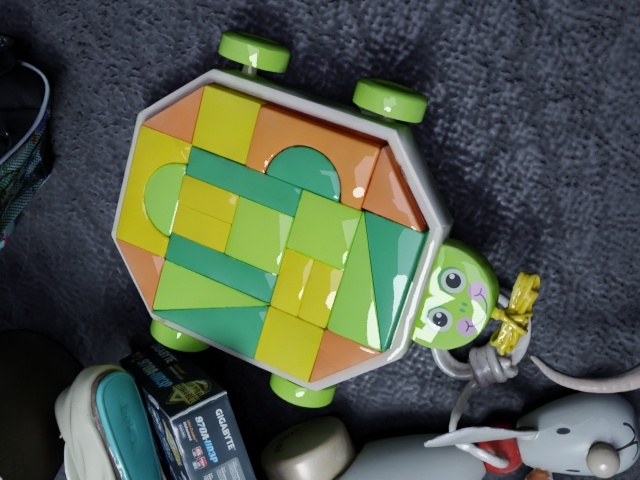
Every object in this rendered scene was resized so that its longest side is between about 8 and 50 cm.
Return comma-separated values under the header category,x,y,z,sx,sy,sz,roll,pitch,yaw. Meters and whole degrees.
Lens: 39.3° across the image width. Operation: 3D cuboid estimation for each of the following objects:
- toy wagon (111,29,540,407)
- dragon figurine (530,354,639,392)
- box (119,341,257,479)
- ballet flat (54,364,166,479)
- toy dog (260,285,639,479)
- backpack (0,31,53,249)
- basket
category,x,y,z,sx,sy,sz,roll,pitch,yaw
toy wagon,0.000,0.000,0.706,0.344,0.068,0.267,22,109,17
dragon figurine,0.324,0.068,0.705,0.289,0.144,0.085,-23,94,26
box,-0.096,0.208,0.764,0.051,0.175,0.220,-23,106,-20
ballet flat,-0.154,0.222,0.714,0.086,0.086,0.248,-19,84,12
toy dog,0.095,0.214,0.748,0.334,0.161,0.220,-41,100,17
backpack,-0.346,-0.041,0.672,0.225,0.253,0.191,20,129,-1
basket,-0.294,0.178,0.748,0.204,0.227,0.154,-30,102,14
